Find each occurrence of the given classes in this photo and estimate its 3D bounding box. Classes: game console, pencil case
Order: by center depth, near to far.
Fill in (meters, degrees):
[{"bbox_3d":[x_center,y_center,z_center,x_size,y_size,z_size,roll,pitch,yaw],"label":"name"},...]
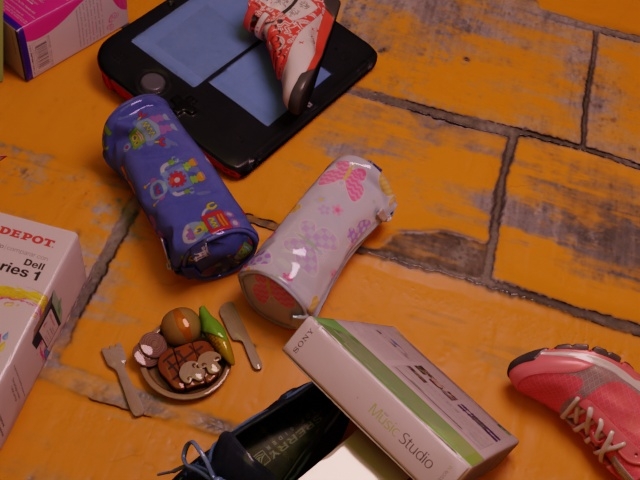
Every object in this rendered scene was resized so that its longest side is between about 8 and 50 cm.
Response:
[{"bbox_3d":[0.000,0.000,1.287,0.124,0.113,0.273,41,57,-3],"label":"pencil case"},{"bbox_3d":[-0.213,-0.073,1.306,0.133,0.119,0.306,-29,63,-13],"label":"pencil case"},{"bbox_3d":[-0.140,-0.307,1.521,0.342,0.060,0.386,35,58,17],"label":"game console"}]

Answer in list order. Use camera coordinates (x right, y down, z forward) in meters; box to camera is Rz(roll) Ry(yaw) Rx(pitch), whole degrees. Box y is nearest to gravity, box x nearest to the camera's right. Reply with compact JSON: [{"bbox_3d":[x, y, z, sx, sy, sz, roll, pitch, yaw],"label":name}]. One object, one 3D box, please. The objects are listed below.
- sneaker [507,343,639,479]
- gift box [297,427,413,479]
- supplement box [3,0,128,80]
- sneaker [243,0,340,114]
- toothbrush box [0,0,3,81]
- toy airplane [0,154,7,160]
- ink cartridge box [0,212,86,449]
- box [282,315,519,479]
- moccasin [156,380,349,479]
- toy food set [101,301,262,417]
[{"bbox_3d":[0.390,0.240,1.167,0.314,0.116,0.136,21,56,7],"label":"sneaker"},{"bbox_3d":[0.029,0.391,0.923,0.258,0.255,0.276,-33,59,-29],"label":"gift box"},{"bbox_3d":[-0.441,-0.383,1.501,0.114,0.111,0.220,39,58,20],"label":"supplement box"},{"bbox_3d":[-0.065,-0.319,1.469,0.145,0.090,0.270,17,53,-1],"label":"sneaker"},{"bbox_3d":[-0.594,-0.386,1.366,0.206,0.283,0.122,39,46,17],"label":"toothbrush box"},{"bbox_3d":[-0.546,-0.118,1.346,0.151,0.028,0.151,4,55,-6],"label":"toy airplane"},{"bbox_3d":[-0.450,0.099,1.149,0.202,0.117,0.278,15,53,3],"label":"ink cartridge box"},{"bbox_3d":[0.107,0.189,1.063,0.232,0.322,0.058,42,97,21],"label":"box"},{"bbox_3d":[-0.099,0.268,1.076,0.138,0.116,0.342,37,58,18],"label":"moccasin"},{"bbox_3d":[-0.182,0.149,1.198,0.192,0.038,0.132,-20,60,-21],"label":"toy food set"}]
